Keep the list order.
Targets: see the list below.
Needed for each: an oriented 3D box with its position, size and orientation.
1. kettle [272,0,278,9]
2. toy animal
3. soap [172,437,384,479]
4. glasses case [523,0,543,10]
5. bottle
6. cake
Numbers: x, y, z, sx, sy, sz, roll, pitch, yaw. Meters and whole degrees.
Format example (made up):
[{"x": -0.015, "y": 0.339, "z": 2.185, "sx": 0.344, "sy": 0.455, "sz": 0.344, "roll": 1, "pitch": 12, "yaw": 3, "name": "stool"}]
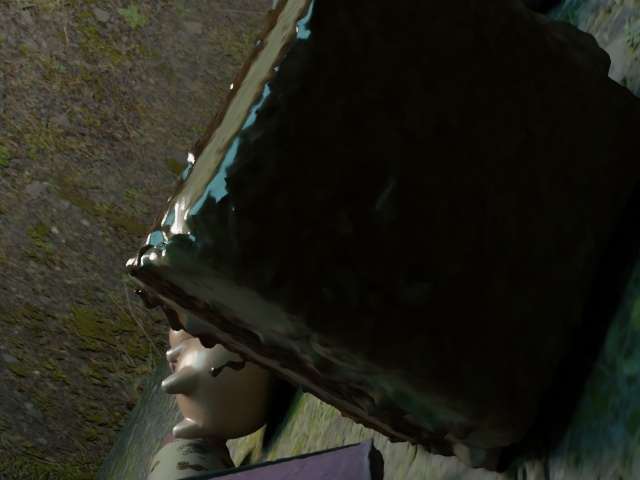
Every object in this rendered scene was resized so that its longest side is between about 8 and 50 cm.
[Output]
[{"x": 0.068, "y": -0.239, "z": 1.212, "sx": 0.205, "sy": 0.265, "sz": 0.318, "roll": -15, "pitch": 68, "yaw": 44, "name": "kettle"}, {"x": -0.115, "y": 0.144, "z": 1.464, "sx": 0.250, "sy": 0.153, "sz": 0.167, "roll": -103, "pitch": 8, "yaw": -66, "name": "toy animal"}, {"x": -0.079, "y": 0.225, "z": 0.748, "sx": 0.181, "sy": 0.259, "sz": 0.081, "roll": -89, "pitch": -14, "yaw": -68, "name": "soap"}, {"x": 0.189, "y": -0.265, "z": 1.215, "sx": 0.109, "sy": 0.067, "sz": 0.282, "roll": -64, "pitch": 7, "yaw": -12, "name": "glasses case"}, {"x": -0.152, "y": 0.294, "z": 1.383, "sx": 0.110, "sy": 0.110, "sz": 0.233, "roll": -61, "pitch": 9, "yaw": 11, "name": "bottle"}, {"x": 0.042, "y": -0.027, "z": 0.769, "sx": 0.282, "sy": 0.255, "sz": 0.290, "roll": -63, "pitch": 13, "yaw": -15, "name": "cake"}]
